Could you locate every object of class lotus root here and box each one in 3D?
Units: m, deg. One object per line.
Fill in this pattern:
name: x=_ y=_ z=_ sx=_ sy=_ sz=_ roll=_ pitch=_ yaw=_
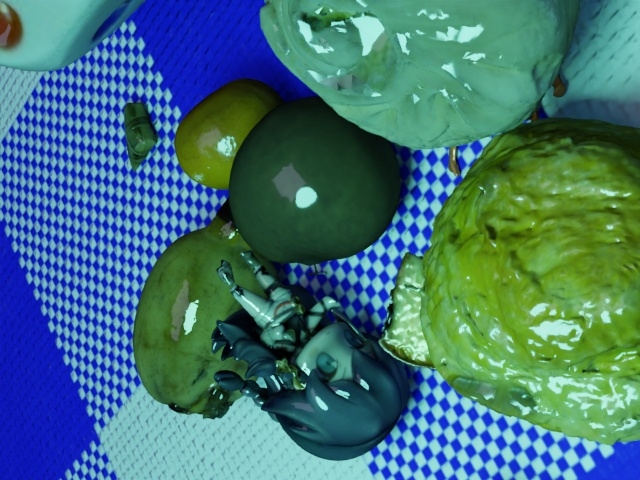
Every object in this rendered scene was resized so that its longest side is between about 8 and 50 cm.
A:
lotus root: x=-0.137 y=0.072 z=1.922 sx=0.183 sy=0.183 sz=0.309 roll=31 pitch=111 yaw=41

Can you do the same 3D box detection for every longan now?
longan: x=-0.009 y=-0.070 z=1.754 sx=0.220 sy=0.197 sz=0.196 roll=-18 pitch=82 yaw=46

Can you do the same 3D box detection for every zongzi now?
zongzi: x=-0.265 y=-0.150 z=2.140 sx=0.083 sy=0.040 sz=0.076 roll=123 pitch=133 yaw=-56

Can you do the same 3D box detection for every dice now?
dice: x=-0.334 y=-0.412 z=1.909 sx=0.277 sy=0.304 sz=0.304 roll=43 pitch=132 yaw=-5

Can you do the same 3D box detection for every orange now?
orange: x=-0.108 y=-0.130 z=1.885 sx=0.124 sy=0.156 sz=0.156 roll=50 pitch=136 yaw=-8

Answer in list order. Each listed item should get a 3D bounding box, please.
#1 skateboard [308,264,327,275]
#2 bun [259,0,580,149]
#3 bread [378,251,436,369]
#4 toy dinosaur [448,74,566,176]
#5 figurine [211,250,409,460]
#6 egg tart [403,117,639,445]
skateboard: x=0.000 y=0.000 z=1.875 sx=0.064 sy=0.032 sz=0.083 roll=-18 pitch=79 yaw=37
bun: x=0.080 y=-0.247 z=1.463 sx=0.360 sy=0.211 sz=0.359 roll=17 pitch=129 yaw=22
bread: x=0.204 y=0.086 z=1.578 sx=0.260 sy=0.134 sz=0.129 roll=5 pitch=83 yaw=19
toy dinosaur: x=0.208 y=-0.157 z=1.610 sx=0.101 sy=0.055 sz=0.279 roll=60 pitch=135 yaw=36
figurine: x=-0.019 y=0.145 z=1.789 sx=0.265 sy=0.175 sz=0.197 roll=43 pitch=161 yaw=25
egg tart: x=0.235 y=0.022 z=1.427 sx=0.340 sy=0.153 sz=0.351 roll=-6 pitch=62 yaw=22
